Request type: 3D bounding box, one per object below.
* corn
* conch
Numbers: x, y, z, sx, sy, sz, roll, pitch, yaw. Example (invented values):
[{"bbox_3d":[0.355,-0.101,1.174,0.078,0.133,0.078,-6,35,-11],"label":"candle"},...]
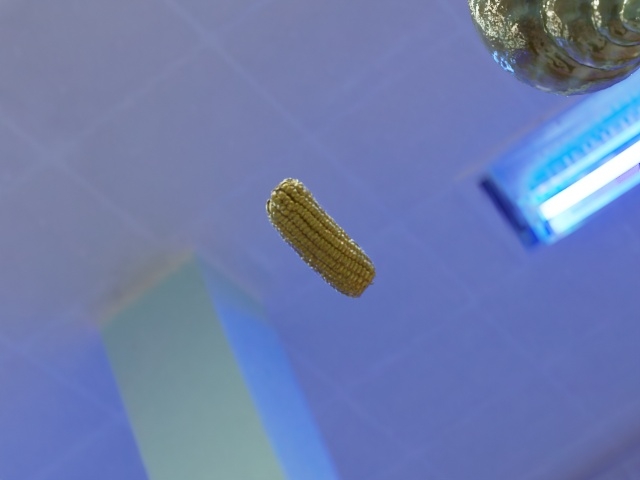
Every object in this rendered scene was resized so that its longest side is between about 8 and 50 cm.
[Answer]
[{"bbox_3d":[0.000,0.000,1.266,0.092,0.037,0.037,45,-71,-3],"label":"corn"},{"bbox_3d":[0.166,-0.152,1.288,0.106,0.173,0.116,-41,-38,-41],"label":"conch"}]
